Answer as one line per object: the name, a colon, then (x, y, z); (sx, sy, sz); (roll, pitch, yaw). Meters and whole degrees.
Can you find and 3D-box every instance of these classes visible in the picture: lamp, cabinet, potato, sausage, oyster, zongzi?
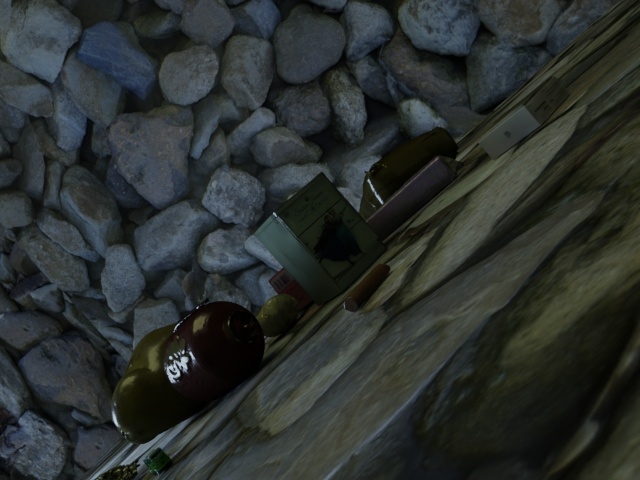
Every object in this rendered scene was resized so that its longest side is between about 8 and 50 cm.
lamp: (-0.214, 0.214, 1.458); (0.258, 0.180, 0.180); (-42, 1, 40)
cabinet: (0.000, 0.000, 1.495); (0.145, 0.206, 0.150); (-42, 1, -29)
potato: (-0.347, 0.315, 1.628); (0.218, 0.202, 0.351); (-55, 1, 36)
sausage: (0.073, 0.068, 1.107); (0.026, 0.026, 0.116); (-41, 1, 43)
oyster: (-0.404, 0.469, 1.336); (0.177, 0.064, 0.125); (-41, -4, -48)
zongzi: (0.214, -0.147, 1.917); (0.274, 0.145, 0.300); (-37, -11, -18)

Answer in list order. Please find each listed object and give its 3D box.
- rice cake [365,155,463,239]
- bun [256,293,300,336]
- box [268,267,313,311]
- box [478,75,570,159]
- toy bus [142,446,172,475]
rice cake: (0.166, -0.062, 1.722); (0.399, 0.070, 0.064); (-42, 5, 20)
bun: (-0.093, 0.173, 1.656); (0.115, 0.069, 0.115); (-41, -20, -19)
box: (-0.036, 0.092, 1.729); (0.156, 0.111, 0.060); (-40, -6, 33)
box: (0.374, -0.227, 1.349); (0.130, 0.051, 0.129); (-42, 0, -36)
toy bus: (-0.273, 0.368, 1.219); (0.031, 0.037, 0.083); (-42, 0, -29)
